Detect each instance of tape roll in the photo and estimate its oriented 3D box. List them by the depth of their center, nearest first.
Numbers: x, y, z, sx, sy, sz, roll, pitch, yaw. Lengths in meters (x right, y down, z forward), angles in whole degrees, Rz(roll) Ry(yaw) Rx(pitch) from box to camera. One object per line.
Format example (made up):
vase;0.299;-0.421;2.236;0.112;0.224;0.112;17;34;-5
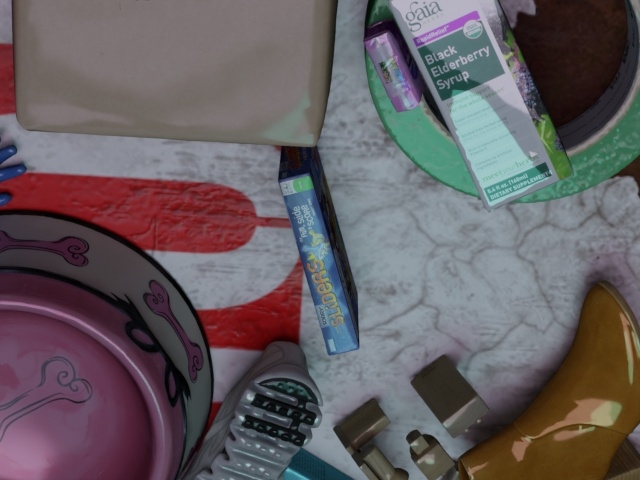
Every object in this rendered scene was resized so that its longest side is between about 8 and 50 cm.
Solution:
tape roll;0.203;-0.198;1.610;0.321;0.077;0.321;0;114;0

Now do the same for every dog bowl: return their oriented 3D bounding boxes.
dog bowl;-0.323;0.182;1.734;0.407;0.150;0.408;0;114;0

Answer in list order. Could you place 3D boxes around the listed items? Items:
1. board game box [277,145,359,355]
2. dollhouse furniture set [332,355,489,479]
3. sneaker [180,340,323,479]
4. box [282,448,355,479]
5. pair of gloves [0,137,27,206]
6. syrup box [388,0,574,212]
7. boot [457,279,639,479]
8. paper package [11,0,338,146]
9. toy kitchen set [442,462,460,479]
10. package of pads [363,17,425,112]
board game box;0.000;0.000;1.663;0.035;0.136;0.201;-13;112;6
dollhouse furniture set;0.125;0.231;1.772;0.151;0.144;0.123;-39;113;0
sneaker;-0.087;0.237;1.777;0.110;0.118;0.292;26;114;-17
box;0.035;0.340;1.848;0.244;0.060;0.100;32;110;-12
pair of gloves;-0.410;-0.095;1.663;0.159;0.023;0.198;-29;122;5
syrup box;0.151;-0.159;1.534;0.093;0.096;0.237;-24;112;10
boot;0.248;0.199;1.741;0.211;0.104;0.295;-17;121;-13
paper package;-0.135;-0.271;1.531;0.309;0.168;0.325;4;112;-1
toy kitchen set;0.143;0.304;1.812;0.068;0.083;0.075;17;113;-22
package of pads;0.072;-0.170;1.554;0.032;0.050;0.083;-21;111;16
